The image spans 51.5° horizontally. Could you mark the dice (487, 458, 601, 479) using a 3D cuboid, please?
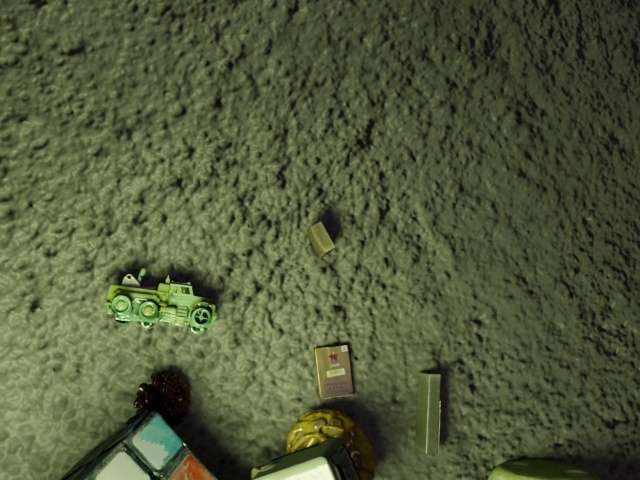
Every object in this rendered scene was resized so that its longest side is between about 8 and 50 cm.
[{"bbox_3d":[0.584,0.712,1.708,0.254,0.250,0.252,0,85,-14],"label":"dice"}]

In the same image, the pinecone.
[{"bbox_3d":[-0.381,0.382,1.584,0.121,0.140,0.140,-25,91,19],"label":"pinecone"}]

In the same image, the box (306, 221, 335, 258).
[{"bbox_3d":[0.000,0.000,1.726,0.035,0.083,0.079,-29,84,-14],"label":"box"}]

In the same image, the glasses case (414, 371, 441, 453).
[{"bbox_3d":[0.288,0.454,1.758,0.047,0.071,0.205,6,83,-16],"label":"glasses case"}]

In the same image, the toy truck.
[{"bbox_3d":[-0.379,0.145,1.609,0.260,0.128,0.135,13,68,-11],"label":"toy truck"}]

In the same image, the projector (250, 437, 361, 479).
[{"bbox_3d":[-0.042,0.555,1.461,0.242,0.177,0.163,-22,83,13],"label":"projector"}]

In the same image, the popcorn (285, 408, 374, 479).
[{"bbox_3d":[0.023,0.542,1.629,0.250,0.190,0.250,0,90,-14],"label":"popcorn"}]

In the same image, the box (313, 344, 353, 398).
[{"bbox_3d":[0.034,0.343,1.733,0.090,0.023,0.133,-6,86,-15],"label":"box"}]

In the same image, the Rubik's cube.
[{"bbox_3d":[-0.412,0.629,1.373,0.359,0.362,0.363,50,34,-8],"label":"Rubik's cube"}]
